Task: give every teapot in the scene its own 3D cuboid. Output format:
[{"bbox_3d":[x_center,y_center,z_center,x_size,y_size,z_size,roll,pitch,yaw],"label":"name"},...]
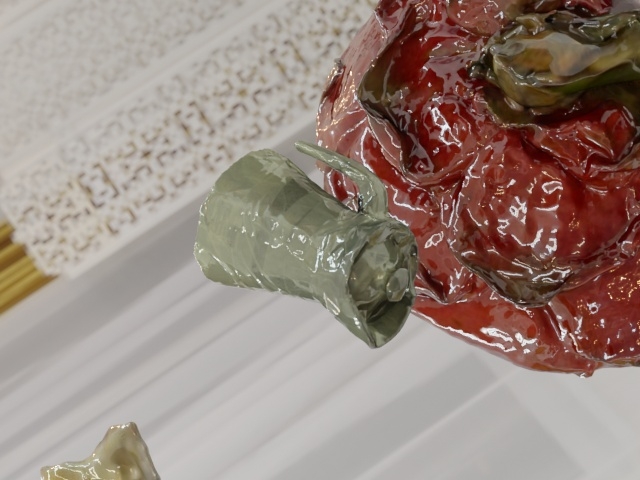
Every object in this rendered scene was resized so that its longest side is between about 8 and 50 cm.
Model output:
[{"bbox_3d":[0.000,0.000,0.528,0.083,0.067,0.057,27,-162,34],"label":"teapot"}]

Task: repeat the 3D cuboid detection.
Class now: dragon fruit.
[{"bbox_3d":[0.083,-0.071,0.788,0.317,0.152,0.205,51,150,36],"label":"dragon fruit"}]

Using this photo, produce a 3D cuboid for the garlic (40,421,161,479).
[{"bbox_3d":[-0.164,0.269,0.754,0.249,0.313,0.286,42,158,-9],"label":"garlic"}]
